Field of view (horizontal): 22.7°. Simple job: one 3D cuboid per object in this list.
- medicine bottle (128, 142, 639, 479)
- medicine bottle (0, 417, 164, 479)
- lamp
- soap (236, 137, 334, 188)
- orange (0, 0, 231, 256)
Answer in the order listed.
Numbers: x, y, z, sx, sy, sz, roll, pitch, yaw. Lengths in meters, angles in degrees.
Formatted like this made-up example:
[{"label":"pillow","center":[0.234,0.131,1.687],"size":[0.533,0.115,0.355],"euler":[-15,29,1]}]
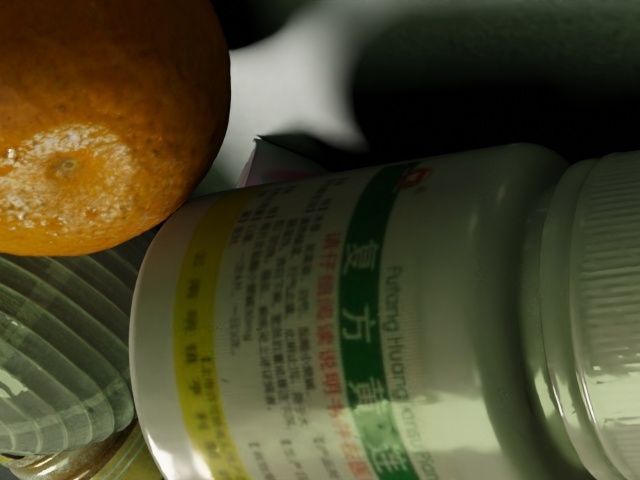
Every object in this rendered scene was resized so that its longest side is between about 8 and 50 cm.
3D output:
[{"label":"medicine bottle","center":[0.083,0.054,0.893],"size":[0.340,0.208,0.208],"euler":[-8,137,31]},{"label":"medicine bottle","center":[-0.277,0.105,1.405],"size":[0.151,0.151,0.322],"euler":[-8,135,49]},{"label":"lamp","center":[-0.235,0.049,1.192],"size":[0.265,0.233,0.233],"euler":[35,152,-6]},{"label":"soap","center":[0.000,0.000,1.083],"size":[0.149,0.056,0.100],"euler":[31,150,-4]},{"label":"orange","center":[-0.157,-0.096,0.933],"size":[0.224,0.170,0.224],"euler":[-12,144,-8]}]
